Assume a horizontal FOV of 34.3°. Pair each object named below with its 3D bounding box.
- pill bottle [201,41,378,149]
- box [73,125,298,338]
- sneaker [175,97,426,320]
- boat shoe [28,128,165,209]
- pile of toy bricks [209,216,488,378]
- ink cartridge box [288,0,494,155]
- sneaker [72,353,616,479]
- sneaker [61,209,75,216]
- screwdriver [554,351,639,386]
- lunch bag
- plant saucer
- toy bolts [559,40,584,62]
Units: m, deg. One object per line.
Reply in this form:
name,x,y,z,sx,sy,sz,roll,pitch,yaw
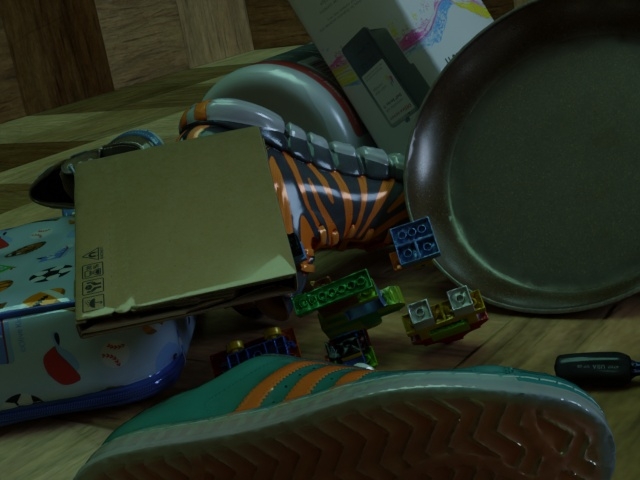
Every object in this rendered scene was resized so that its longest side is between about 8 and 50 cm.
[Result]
pill bottle,0.016,-0.142,1.282,0.210,0.210,0.363,-2,17,27
box,-0.112,-0.014,0.820,0.165,0.021,0.201,-12,40,-4
sneaker,0.000,0.000,0.987,0.321,0.180,0.124,16,-26,-23
boat shoe,-0.213,-0.056,0.994,0.183,0.066,0.066,-15,11,45
pile of toy bricks,0.019,0.057,0.830,0.212,0.118,0.105,-19,-24,6
ink cartridge box,0.115,-0.204,1.152,0.119,0.353,0.207,-30,3,35
sneaker,0.011,0.109,0.601,0.302,0.108,0.121,-8,20,13
sneaker,-0.299,-0.018,1.339,0.059,0.053,0.144,-15,25,-15
screwdriver,0.244,0.085,0.700,0.170,0.024,0.025,-4,45,14
lunch bag,-0.237,0.058,0.929,0.243,0.114,0.303,-13,17,0
plant saucer,0.221,-0.078,0.909,0.311,0.310,0.050,2,-19,35
toy bolts,0.326,-0.139,1.034,0.229,0.158,0.218,-18,-11,-19
